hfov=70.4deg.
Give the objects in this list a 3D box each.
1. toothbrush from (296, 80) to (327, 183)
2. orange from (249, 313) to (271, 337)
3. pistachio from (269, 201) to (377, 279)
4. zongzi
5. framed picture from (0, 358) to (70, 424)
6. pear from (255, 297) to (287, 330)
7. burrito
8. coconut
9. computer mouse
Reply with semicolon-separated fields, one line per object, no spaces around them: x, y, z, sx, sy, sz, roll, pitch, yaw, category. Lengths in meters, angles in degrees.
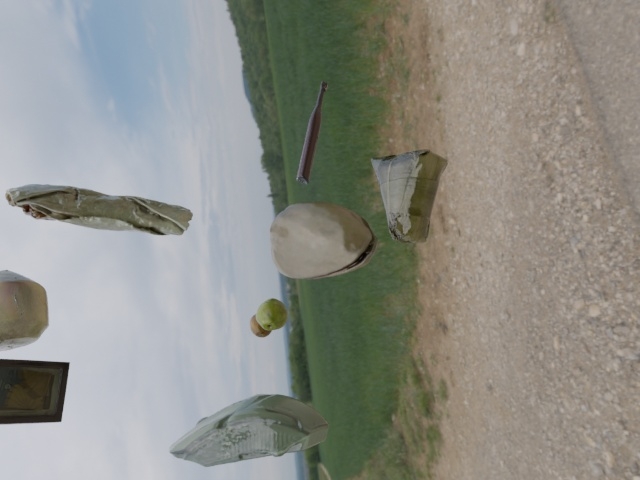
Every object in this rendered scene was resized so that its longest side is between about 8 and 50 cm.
-0.019;-0.322;1.317;0.041;0.041;0.363;91;-172;-65;toothbrush
-0.189;0.271;1.459;0.085;0.085;0.084;173;90;-86;orange
0.000;0.000;0.657;0.108;0.186;0.126;47;-125;-36;pistachio
0.126;-0.076;0.792;0.176;0.079;0.160;9;81;56;zongzi
-0.625;0.315;0.948;0.023;0.169;0.127;-26;59;39;framed picture
-0.137;0.204;1.283;0.096;0.092;0.092;-102;6;-48;pear
-0.494;-0.067;1.035;0.117;0.393;0.076;-117;39;-56;burrito
-0.702;0.148;1.012;0.171;0.171;0.182;96;156;-73;coconut
-0.190;0.490;1.208;0.228;0.430;0.145;32;-134;-77;computer mouse
